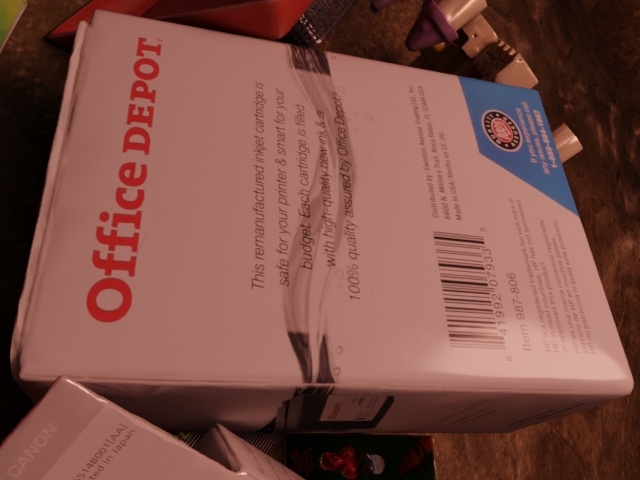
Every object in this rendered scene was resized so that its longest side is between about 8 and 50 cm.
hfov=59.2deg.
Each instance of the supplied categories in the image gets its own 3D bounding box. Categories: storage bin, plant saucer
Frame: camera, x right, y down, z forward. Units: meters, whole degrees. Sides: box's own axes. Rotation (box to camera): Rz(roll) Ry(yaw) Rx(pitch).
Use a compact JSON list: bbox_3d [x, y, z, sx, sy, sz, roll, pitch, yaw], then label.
[{"bbox_3d":[-0.034,-0.287,0.694,0.084,0.122,0.180,49,48,-24],"label":"storage bin"},{"bbox_3d":[-0.090,-0.255,0.551,0.259,0.258,0.047,-63,144,-38],"label":"plant saucer"}]

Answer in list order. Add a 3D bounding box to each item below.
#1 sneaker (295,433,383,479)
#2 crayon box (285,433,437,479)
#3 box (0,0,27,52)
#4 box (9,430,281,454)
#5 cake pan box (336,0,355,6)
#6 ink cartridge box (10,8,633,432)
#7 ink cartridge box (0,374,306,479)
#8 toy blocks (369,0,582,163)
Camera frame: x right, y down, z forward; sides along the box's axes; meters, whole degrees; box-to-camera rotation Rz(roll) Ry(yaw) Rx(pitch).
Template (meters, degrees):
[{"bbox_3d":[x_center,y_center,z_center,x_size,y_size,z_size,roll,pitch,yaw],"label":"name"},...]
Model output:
[{"bbox_3d":[0.043,0.324,0.619,0.125,0.104,0.261,6,76,-63],"label":"sneaker"},{"bbox_3d":[-0.003,0.327,0.474,0.081,0.202,0.318,23,60,-40],"label":"crayon box"},{"bbox_3d":[-0.384,-0.156,0.338,0.322,0.058,0.232,31,57,-37],"label":"box"},{"bbox_3d":[-0.133,0.163,0.505,0.184,0.045,0.190,58,44,-17],"label":"box"},{"bbox_3d":[-0.034,-0.490,0.802,0.267,0.070,0.245,33,54,-35],"label":"cake pan box"},{"bbox_3d":[0.000,0.000,0.464,0.395,0.166,0.285,6,60,-16],"label":"ink cartridge box"},{"bbox_3d":[-0.147,0.244,0.341,0.296,0.066,0.261,-50,119,-7],"label":"ink cartridge box"},{"bbox_3d":[0.125,-0.190,0.768,0.309,0.260,0.288,44,22,-25],"label":"toy blocks"}]
